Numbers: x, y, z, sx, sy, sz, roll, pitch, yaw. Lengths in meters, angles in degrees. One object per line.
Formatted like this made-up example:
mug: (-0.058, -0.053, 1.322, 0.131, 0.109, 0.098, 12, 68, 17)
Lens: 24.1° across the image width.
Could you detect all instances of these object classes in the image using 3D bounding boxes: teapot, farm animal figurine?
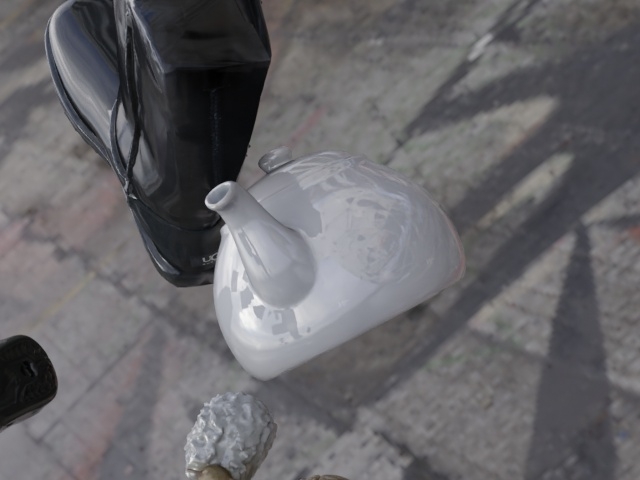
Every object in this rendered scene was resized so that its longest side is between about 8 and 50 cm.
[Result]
teapot: (0.000, 0.000, 1.382, 0.252, 0.187, 0.256, -26, -4, -24)
farm animal figurine: (-0.048, 0.357, 1.454, 0.327, 0.330, 0.172, -55, 5, -13)

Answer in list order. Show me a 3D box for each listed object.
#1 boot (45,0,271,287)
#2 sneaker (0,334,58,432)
boot: (-0.165, -0.192, 1.397, 0.146, 0.367, 0.445, -27, -19, -13)
sneaker: (-0.314, 0.145, 1.167, 0.130, 0.087, 0.227, -32, -3, 24)
